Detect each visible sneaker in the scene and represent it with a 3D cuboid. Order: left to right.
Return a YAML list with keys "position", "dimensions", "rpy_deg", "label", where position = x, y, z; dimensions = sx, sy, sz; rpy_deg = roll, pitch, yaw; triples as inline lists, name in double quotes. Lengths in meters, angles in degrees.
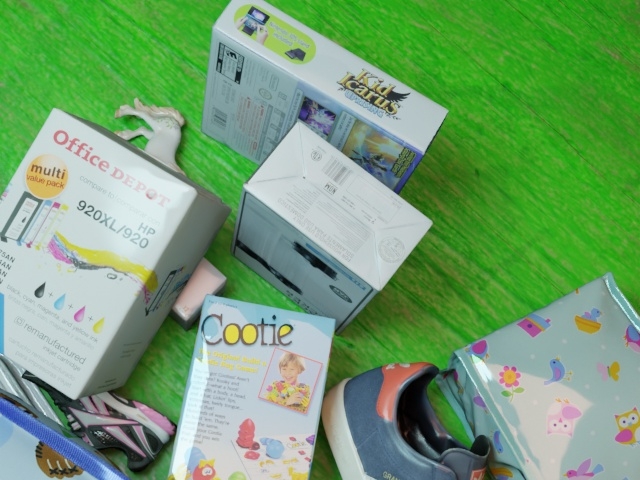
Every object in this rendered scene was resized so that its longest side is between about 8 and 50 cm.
- position: [-0.249, 0.191, 1.168]
  dimensions: [0.178, 0.072, 0.077]
  rpy_deg: [28, 75, 2]
  label: "sneaker"
- position: [0.129, 0.291, 1.132]
  dimensions: [0.148, 0.131, 0.350]
  rpy_deg: [-29, 79, 26]
  label: "sneaker"

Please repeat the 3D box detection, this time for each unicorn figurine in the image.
- position: [-0.195, -0.093, 1.254]
  dimensions: [0.111, 0.060, 0.162]
  rpy_deg: [12, 73, -6]
  label: "unicorn figurine"

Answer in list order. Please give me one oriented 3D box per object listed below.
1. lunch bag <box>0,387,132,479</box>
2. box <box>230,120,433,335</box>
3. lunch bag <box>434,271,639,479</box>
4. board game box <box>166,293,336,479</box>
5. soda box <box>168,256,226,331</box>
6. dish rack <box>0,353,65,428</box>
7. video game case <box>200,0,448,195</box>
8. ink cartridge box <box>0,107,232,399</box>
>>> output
- position: [-0.269, 0.329, 0.930]
  dimensions: [0.385, 0.239, 0.328]
  rpy_deg: [31, 75, 19]
  label: "lunch bag"
- position: [0.000, 0.000, 1.137]
  dimensions: [0.169, 0.290, 0.087]
  rpy_deg: [38, 75, 2]
  label: "box"
- position: [0.287, 0.204, 1.189]
  dimensions: [0.223, 0.160, 0.262]
  rpy_deg: [-26, 74, -14]
  label: "lunch bag"
- position: [-0.081, 0.215, 1.144]
  dimensions: [0.144, 0.142, 0.275]
  rpy_deg: [11, 74, -3]
  label: "board game box"
- position: [-0.206, 0.002, 1.220]
  dimensions: [0.216, 0.074, 0.069]
  rpy_deg: [42, 75, 5]
  label: "soda box"
- position: [-0.382, 0.291, 1.125]
  dimensions: [0.285, 0.072, 0.333]
  rpy_deg: [-34, 81, -13]
  label: "dish rack"
- position: [-0.008, -0.130, 1.179]
  dimensions: [0.244, 0.269, 0.061]
  rpy_deg: [32, 71, 1]
  label: "video game case"
- position: [-0.232, 0.013, 1.093]
  dimensions: [0.171, 0.168, 0.232]
  rpy_deg: [31, 91, 7]
  label: "ink cartridge box"
